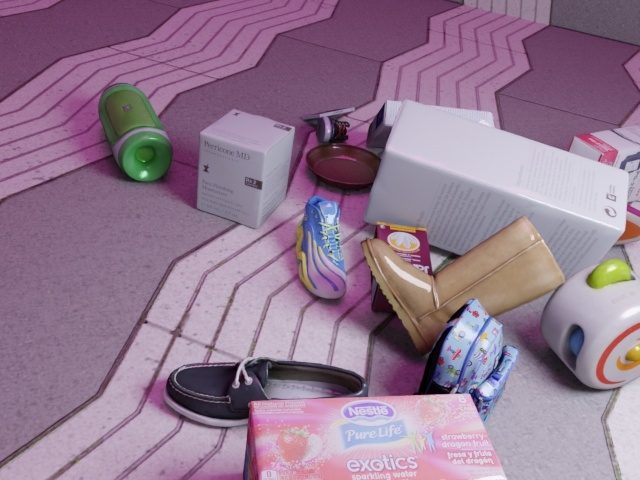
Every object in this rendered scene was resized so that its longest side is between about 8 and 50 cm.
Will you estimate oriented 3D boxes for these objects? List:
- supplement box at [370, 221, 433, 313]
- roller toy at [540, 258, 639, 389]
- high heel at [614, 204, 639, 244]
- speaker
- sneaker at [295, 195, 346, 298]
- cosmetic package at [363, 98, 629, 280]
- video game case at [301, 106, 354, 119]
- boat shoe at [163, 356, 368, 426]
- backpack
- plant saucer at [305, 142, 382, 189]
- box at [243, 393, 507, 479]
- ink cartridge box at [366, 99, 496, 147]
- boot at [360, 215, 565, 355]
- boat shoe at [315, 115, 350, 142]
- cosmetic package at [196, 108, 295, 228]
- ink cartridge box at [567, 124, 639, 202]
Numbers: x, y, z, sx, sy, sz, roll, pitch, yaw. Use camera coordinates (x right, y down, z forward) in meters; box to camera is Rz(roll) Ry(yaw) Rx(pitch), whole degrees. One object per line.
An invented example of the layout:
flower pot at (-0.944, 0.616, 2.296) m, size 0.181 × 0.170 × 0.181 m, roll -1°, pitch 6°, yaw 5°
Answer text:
supplement box at (0.153, 0.053, 1.290) m, size 0.104 × 0.081 × 0.188 m, roll 7°, pitch 35°, yaw -3°
roller toy at (0.489, 0.149, 1.137) m, size 0.209 × 0.191 × 0.146 m, roll 31°, pitch 17°, yaw -38°
high heel at (0.582, -0.108, 1.568) m, size 0.377 × 0.127 × 0.181 m, roll 17°, pitch 46°, yaw 17°
speaker at (-0.432, -0.256, 1.559) m, size 0.131 × 0.131 × 0.296 m, roll -9°, pitch 38°, yaw -24°
sneaker at (0.000, 0.000, 1.290) m, size 0.091 × 0.126 × 0.240 m, roll -2°, pitch 36°, yaw -16°
cosmetic package at (0.335, -0.084, 1.337) m, size 0.453 × 0.230 × 0.161 m, roll 20°, pitch 54°, yaw 5°
video game case at (0.021, -0.351, 1.864) m, size 0.122 × 0.011 × 0.087 m, roll -19°, pitch 15°, yaw -34°
boat shoe at (-0.080, 0.214, 0.996) m, size 0.302 × 0.091 × 0.114 m, roll 6°, pitch 35°, yaw -4°
backpack at (0.232, 0.185, 1.039) m, size 0.117 × 0.173 × 0.158 m, roll 26°, pitch 37°, yaw 23°
plant saucer at (0.060, -0.174, 1.632) m, size 0.198 × 0.036 × 0.198 m, roll 6°, pitch 34°, yaw -4°
box at (0.057, 0.298, 0.856) m, size 0.300 × 0.154 × 0.142 m, roll 0°, pitch 36°, yaw -11°
ink cartridge box at (0.293, -0.260, 1.635) m, size 0.330 × 0.071 × 0.324 m, roll 6°, pitch -1°, yaw -3°
boot at (0.233, 0.038, 1.138) m, size 0.269 × 0.236 × 0.089 m, roll -31°, pitch 8°, yaw 6°
boat shoe at (0.038, -0.285, 1.729) m, size 0.083 × 0.065 × 0.183 m, roll 7°, pitch 16°, yaw -7°
cosmetic package at (-0.158, -0.154, 1.423) m, size 0.151 × 0.184 × 0.151 m, roll 18°, pitch 36°, yaw 13°
ink cartridge box at (0.710, -0.176, 1.665) m, size 0.237 × 0.172 × 0.100 m, roll -12°, pitch 40°, yaw -28°
